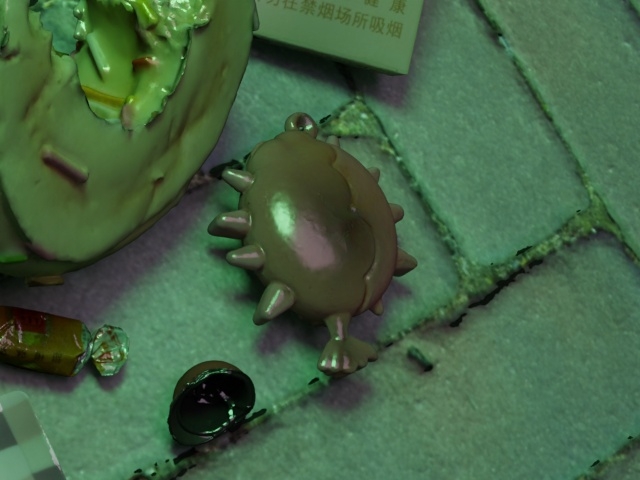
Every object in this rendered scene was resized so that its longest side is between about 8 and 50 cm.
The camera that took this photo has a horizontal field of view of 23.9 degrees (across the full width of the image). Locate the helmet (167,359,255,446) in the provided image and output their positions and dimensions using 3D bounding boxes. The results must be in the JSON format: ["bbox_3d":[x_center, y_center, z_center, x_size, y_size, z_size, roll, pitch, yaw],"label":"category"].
[{"bbox_3d":[-0.102,0.135,1.314,0.084,0.049,0.065,-30,122,-12],"label":"helmet"}]

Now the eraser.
[{"bbox_3d":[-0.249,0.179,1.222,0.065,0.026,0.105,-22,81,-38],"label":"eraser"}]

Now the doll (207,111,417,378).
[{"bbox_3d":[0.000,0.000,1.405,0.211,0.093,0.262,-5,72,-35],"label":"doll"}]

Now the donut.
[{"bbox_3d":[-0.204,-0.128,1.230,0.150,0.307,0.371,20,29,26],"label":"donut"}]

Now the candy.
[{"bbox_3d":[-0.245,0.082,1.256,0.182,0.046,0.053,17,59,-29],"label":"candy"}]

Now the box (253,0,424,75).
[{"bbox_3d":[0.029,-0.363,1.494,0.204,0.051,0.365,12,91,-18],"label":"box"}]
